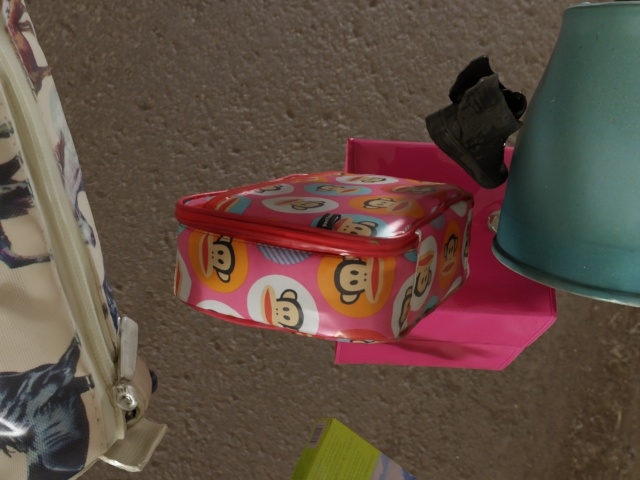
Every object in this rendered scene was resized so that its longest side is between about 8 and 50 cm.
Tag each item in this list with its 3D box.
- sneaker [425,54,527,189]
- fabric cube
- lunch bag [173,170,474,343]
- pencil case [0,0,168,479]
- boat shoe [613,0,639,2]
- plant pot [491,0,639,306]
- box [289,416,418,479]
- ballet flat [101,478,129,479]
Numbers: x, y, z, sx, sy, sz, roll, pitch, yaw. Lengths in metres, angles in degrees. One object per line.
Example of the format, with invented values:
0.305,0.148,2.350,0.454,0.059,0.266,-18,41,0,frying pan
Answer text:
0.168,-0.109,0.628,0.170,0.089,0.051,26,45,-43,sneaker
0.156,0.028,0.919,0.258,0.259,0.254,4,64,0,fabric cube
0.000,0.000,0.640,0.293,0.258,0.120,-22,118,-60,lunch bag
-0.224,-0.034,0.411,0.160,0.184,0.410,-70,153,-66,pencil case
0.431,-0.250,0.792,0.103,0.113,0.302,-44,137,-31,boat shoe
0.322,-0.100,0.636,0.272,0.272,0.255,-9,110,-32,plant pot
0.049,0.317,0.812,0.178,0.042,0.109,40,56,-18,box
-0.081,0.300,0.475,0.349,0.123,0.123,30,65,19,ballet flat
